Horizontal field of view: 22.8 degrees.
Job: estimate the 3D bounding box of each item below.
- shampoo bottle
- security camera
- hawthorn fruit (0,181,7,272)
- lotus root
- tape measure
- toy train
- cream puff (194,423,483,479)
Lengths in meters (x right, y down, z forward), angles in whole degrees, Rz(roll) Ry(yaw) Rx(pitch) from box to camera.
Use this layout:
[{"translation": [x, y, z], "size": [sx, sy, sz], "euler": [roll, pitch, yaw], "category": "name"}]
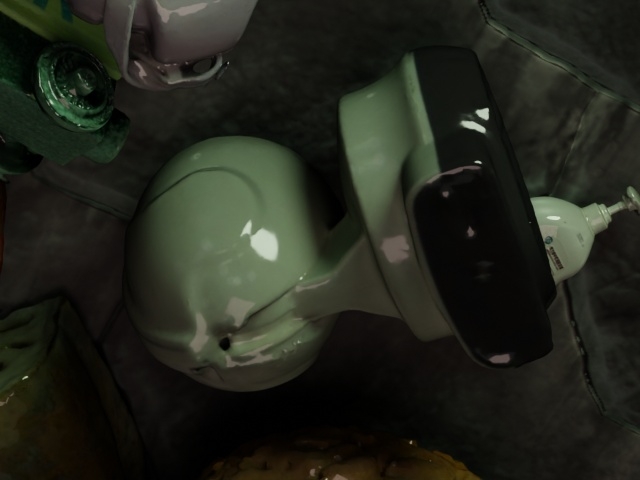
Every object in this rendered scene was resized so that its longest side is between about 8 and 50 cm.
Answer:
[{"translation": [0.162, 0.000, 1.148], "size": [0.152, 0.045, 0.077], "euler": [-27, 117, 12], "category": "shampoo bottle"}, {"translation": [0.000, 0.000, 1.051], "size": [0.277, 0.191, 0.197], "euler": [-20, 126, 9], "category": "security camera"}, {"translation": [-0.291, 0.016, 1.041], "size": [0.181, 0.181, 0.235], "euler": [-2, 139, -5], "category": "hawthorn fruit"}, {"translation": [-0.262, 0.214, 1.175], "size": [0.267, 0.149, 0.260], "euler": [-18, 120, 8], "category": "lotus root"}, {"translation": [-0.089, -0.220, 0.934], "size": [0.197, 0.120, 0.236], "euler": [35, 86, -13], "category": "tape measure"}, {"translation": [-0.217, -0.149, 0.961], "size": [0.253, 0.157, 0.105], "euler": [29, 142, -30], "category": "toy train"}, {"translation": [0.008, 0.284, 1.189], "size": [0.343, 0.231, 0.327], "euler": [-7, 119, 2], "category": "cream puff"}]
